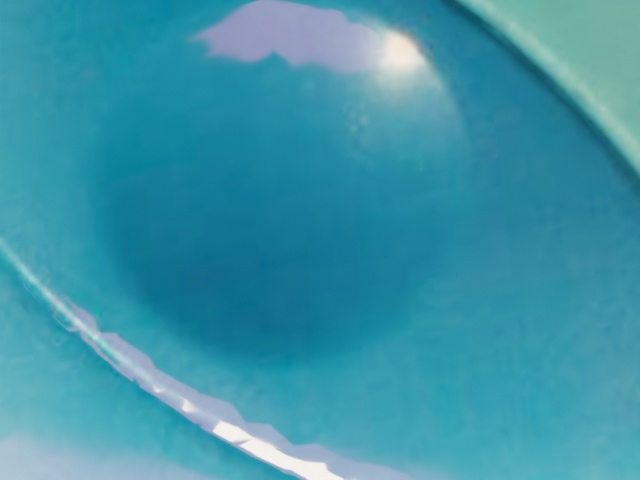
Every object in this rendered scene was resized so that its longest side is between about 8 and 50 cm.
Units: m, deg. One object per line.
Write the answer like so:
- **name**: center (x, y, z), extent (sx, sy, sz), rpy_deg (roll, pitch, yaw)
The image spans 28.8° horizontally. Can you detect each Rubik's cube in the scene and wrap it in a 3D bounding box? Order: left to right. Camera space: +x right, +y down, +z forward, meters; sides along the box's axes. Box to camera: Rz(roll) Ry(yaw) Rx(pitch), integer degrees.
- **Rubik's cube**: center (0.000, 0.000, 0.576), extent (0.351, 0.347, 0.352), rpy_deg (-12, 82, 3)
